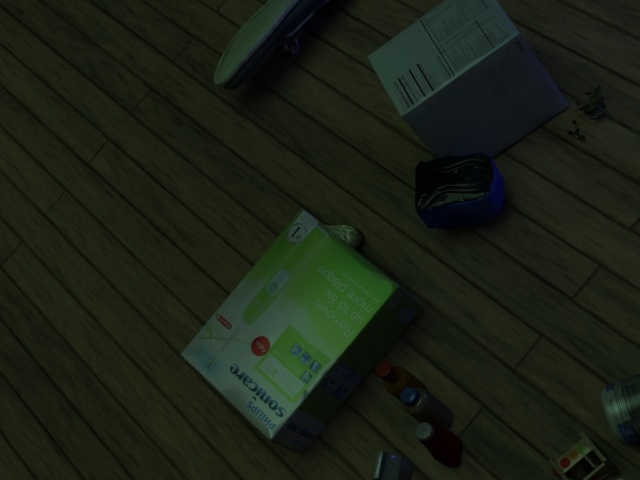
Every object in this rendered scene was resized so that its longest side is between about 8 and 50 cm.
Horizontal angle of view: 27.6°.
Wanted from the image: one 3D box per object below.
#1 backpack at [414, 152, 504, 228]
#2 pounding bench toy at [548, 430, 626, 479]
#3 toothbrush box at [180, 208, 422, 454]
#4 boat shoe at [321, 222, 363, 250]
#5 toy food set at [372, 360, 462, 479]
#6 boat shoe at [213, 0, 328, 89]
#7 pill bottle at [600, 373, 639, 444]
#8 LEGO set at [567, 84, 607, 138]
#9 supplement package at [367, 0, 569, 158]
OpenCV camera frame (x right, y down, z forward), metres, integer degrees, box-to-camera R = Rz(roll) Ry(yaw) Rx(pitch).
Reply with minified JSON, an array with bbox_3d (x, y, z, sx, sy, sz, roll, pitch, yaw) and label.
[{"bbox_3d":[0.208,-0.072,1.893,0.120,0.101,0.098,-13,59,23],"label":"backpack"},{"bbox_3d":[0.335,0.295,1.620,0.065,0.052,0.083,-42,48,6],"label":"pounding bench toy"},{"bbox_3d":[-0.027,0.132,1.893,0.206,0.122,0.283,40,90,29],"label":"toothbrush box"},{"bbox_3d":[0.000,0.000,2.024,0.135,0.050,0.045,1,59,34],"label":"boat shoe"},{"bbox_3d":[0.116,0.281,1.741,0.111,0.104,0.232,-3,62,33],"label":"toy food set"},{"bbox_3d":[-0.054,-0.370,2.245,0.319,0.099,0.116,-50,28,-4],"label":"boat shoe"},{"bbox_3d":[0.423,0.196,1.602,0.137,0.078,0.078,-23,53,22],"label":"pill bottle"},{"bbox_3d":[0.392,-0.185,1.894,0.083,0.023,0.054,-53,44,14],"label":"LEGO set"},{"bbox_3d":[0.218,-0.236,1.921,0.203,0.194,0.149,-35,49,12],"label":"supplement package"}]
